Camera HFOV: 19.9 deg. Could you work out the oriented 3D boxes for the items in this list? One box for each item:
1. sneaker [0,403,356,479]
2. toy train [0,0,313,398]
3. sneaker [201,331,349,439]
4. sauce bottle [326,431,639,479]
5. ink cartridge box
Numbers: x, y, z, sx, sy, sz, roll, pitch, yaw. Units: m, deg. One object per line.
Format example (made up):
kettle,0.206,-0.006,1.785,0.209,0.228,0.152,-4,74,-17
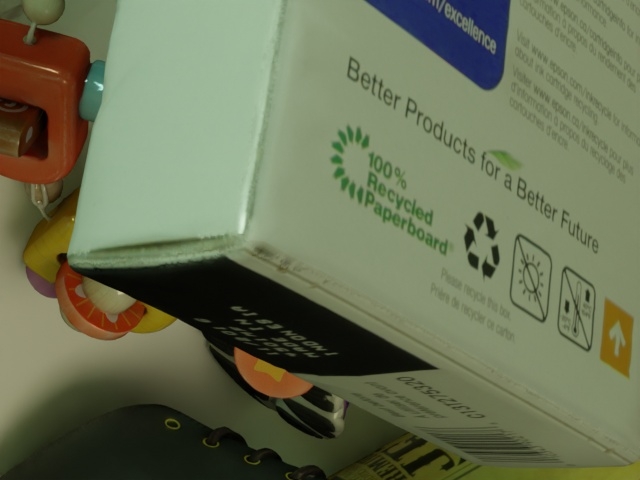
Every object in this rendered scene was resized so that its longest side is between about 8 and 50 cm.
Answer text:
sneaker,-0.001,0.098,0.640,0.222,0.118,0.083,-16,158,-14
toy train,-0.045,-0.005,0.562,0.125,0.166,0.046,107,1,-48
sneaker,0.000,0.000,0.649,0.071,0.068,0.170,-34,139,-35
sauce bottle,0.036,0.138,0.729,0.344,0.111,0.111,-26,132,-17
ink cartridge box,0.042,-0.137,0.506,0.175,0.069,0.371,31,63,-46
